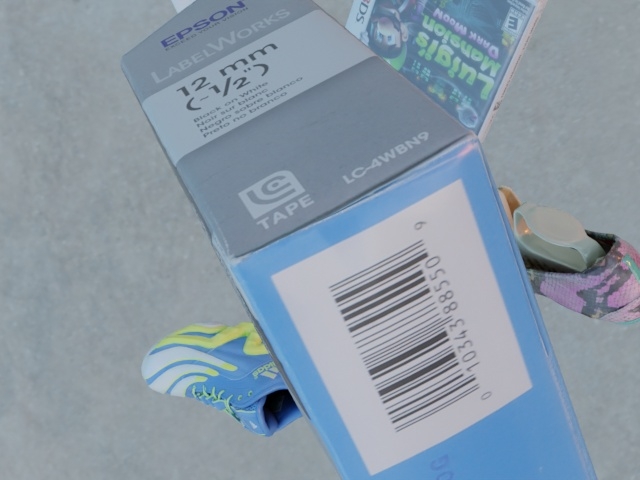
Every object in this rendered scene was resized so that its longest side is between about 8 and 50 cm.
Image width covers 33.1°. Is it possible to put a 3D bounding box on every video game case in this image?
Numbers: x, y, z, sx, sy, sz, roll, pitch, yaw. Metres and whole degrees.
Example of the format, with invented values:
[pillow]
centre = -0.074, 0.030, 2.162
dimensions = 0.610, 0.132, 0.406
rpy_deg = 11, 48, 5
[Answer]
[video game case]
centre = 0.113, -0.212, 1.067
dimensions = 0.190, 0.022, 0.173
rpy_deg = 38, 135, 20

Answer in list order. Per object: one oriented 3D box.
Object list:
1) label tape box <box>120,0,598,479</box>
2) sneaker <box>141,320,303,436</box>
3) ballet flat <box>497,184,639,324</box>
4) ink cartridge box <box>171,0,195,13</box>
[label tape box]
centre = 0.000, 0.000, 0.589
dimensions = 0.249, 0.115, 0.348
rpy_deg = 64, 173, -34
[sneaker]
centre = -0.095, 0.150, 1.158
dimensions = 0.240, 0.126, 0.091
rpy_deg = -12, 121, 17
[ballet flat]
centre = 0.155, 0.002, 0.800
dimensions = 0.221, 0.077, 0.079
rpy_deg = 18, 144, 57
[ink cartridge box]
centre = -0.153, -0.457, 1.409
dimensions = 0.130, 0.272, 0.309
rpy_deg = -17, 119, 16
